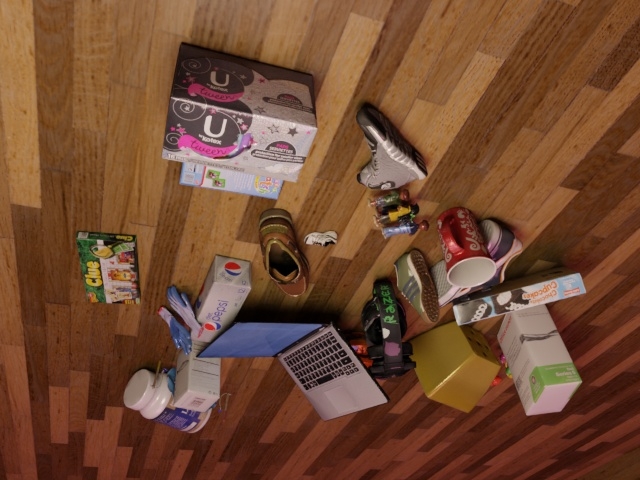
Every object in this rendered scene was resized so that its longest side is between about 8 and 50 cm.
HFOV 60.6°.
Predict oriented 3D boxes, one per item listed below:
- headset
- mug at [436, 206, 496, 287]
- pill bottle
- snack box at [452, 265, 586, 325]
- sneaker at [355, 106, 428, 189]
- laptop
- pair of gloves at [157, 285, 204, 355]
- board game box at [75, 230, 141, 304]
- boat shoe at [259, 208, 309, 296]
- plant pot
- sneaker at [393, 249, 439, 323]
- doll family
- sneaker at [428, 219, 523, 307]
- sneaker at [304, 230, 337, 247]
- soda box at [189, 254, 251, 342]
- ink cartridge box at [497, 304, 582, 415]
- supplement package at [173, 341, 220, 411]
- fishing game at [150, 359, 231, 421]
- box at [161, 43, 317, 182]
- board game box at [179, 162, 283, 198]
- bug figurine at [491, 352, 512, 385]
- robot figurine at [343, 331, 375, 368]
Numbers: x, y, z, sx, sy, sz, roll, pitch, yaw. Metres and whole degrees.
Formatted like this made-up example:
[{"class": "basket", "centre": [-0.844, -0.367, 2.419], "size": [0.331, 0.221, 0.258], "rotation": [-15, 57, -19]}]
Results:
[{"class": "headset", "centre": [0.161, 0.283, 1.527], "size": [0.186, 0.243, 0.394], "rotation": [-7, 138, 3]}, {"class": "mug", "centre": [0.335, 0.000, 1.281], "size": [0.113, 0.169, 0.150], "rotation": [-9, 138, 5]}, {"class": "pill bottle", "centre": [-0.501, 0.527, 1.806], "size": [0.153, 0.153, 0.265], "rotation": [-30, 134, 25]}, {"class": "snack box", "centre": [0.519, 0.146, 1.474], "size": [0.322, 0.060, 0.187], "rotation": [-17, 179, 13]}, {"class": "sneaker", "centre": [0.113, -0.168, 1.131], "size": [0.132, 0.086, 0.229], "rotation": [-29, 135, 28]}, {"class": "laptop", "centre": [-0.092, 0.383, 1.537], "size": [0.236, 0.407, 0.382], "rotation": [-34, 175, -36]}, {"class": "pair of gloves", "centre": [-0.381, 0.217, 1.482], "size": [0.023, 0.159, 0.198], "rotation": [-27, 160, -42]}, {"class": "board game box", "centre": [-0.529, 0.076, 1.382], "size": [0.136, 0.030, 0.259], "rotation": [6, 138, -9]}, {"class": "boat shoe", "centre": [-0.094, 0.063, 1.355], "size": [0.111, 0.104, 0.307], "rotation": [-11, 139, 7]}, {"class": "plant pot", "centre": [0.427, 0.377, 1.709], "size": [0.212, 0.212, 0.187], "rotation": [28, 117, -32]}, {"class": "sneaker", "centre": [0.244, 0.127, 1.423], "size": [0.064, 0.192, 0.086], "rotation": [-8, 169, -39]}, {"class": "doll family", "centre": [0.185, -0.057, 1.264], "size": [0.112, 0.075, 0.193], "rotation": [-15, 163, 14]}, {"class": "sneaker", "centre": [0.388, 0.088, 1.422], "size": [0.128, 0.126, 0.321], "rotation": [21, 132, -21]}, {"class": "sneaker", "centre": [0.000, 0.000, 1.345], "size": [0.084, 0.036, 0.031], "rotation": [-11, 140, 8]}, {"class": "soda box", "centre": [-0.273, 0.164, 1.462], "size": [0.098, 0.091, 0.286], "rotation": [11, 137, -20]}, {"class": "ink cartridge box", "centre": [0.645, 0.352, 1.641], "size": [0.115, 0.272, 0.198], "rotation": [-6, 139, -3]}, {"class": "supplement package", "centre": [-0.372, 0.409, 1.662], "size": [0.105, 0.179, 0.105], "rotation": [22, 129, -28]}, {"class": "fishing game", "centre": [-0.399, 0.461, 1.730], "size": [0.264, 0.189, 0.041], "rotation": [32, 108, -15]}, {"class": "box", "centre": [-0.143, -0.223, 0.977], "size": [0.248, 0.163, 0.142], "rotation": [8, 139, -16]}, {"class": "board game box", "centre": [-0.174, -0.167, 1.134], "size": [0.212, 0.039, 0.160], "rotation": [9, 137, -15]}, {"class": "bug figurine", "centre": [0.607, 0.431, 1.879], "size": [0.217, 0.072, 0.279], "rotation": [-19, 137, 15]}, {"class": "robot figurine", "centre": [0.060, 0.358, 1.724], "size": [0.291, 0.085, 0.211], "rotation": [1, 136, -7]}]
